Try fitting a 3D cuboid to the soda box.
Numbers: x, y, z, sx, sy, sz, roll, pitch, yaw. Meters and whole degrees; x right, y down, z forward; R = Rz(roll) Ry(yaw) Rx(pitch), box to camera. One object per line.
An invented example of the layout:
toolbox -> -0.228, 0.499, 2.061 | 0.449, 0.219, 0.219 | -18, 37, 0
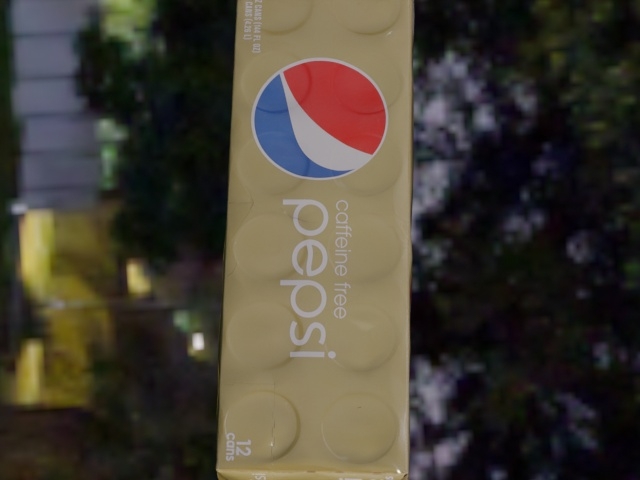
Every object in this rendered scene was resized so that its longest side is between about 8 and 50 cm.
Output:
soda box -> 0.000, 0.000, 0.658 | 0.058, 0.061, 0.181 | 87, 4, -66
